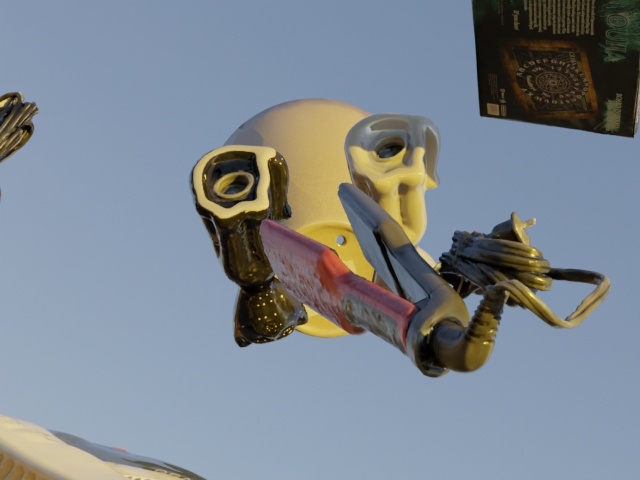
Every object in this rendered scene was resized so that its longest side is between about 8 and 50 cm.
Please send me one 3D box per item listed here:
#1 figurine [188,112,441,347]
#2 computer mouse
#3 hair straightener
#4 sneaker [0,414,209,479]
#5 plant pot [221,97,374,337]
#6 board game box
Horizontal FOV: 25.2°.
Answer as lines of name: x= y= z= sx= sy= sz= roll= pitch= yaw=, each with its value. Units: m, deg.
figurine: x=0.009 y=0.004 z=1.250 sx=0.215 sy=0.092 sz=0.209 roll=-13 pitch=-44 yaw=-3
computer mouse: x=-0.338 y=-0.007 z=1.280 sx=0.072 sy=0.188 sz=0.272 roll=28 pitch=-38 yaw=-2
hair straightener: x=0.044 y=0.003 z=0.552 sx=0.047 sy=0.089 sz=0.230 roll=65 pitch=-12 yaw=-11
sneaker: x=-0.029 y=0.151 z=0.493 sx=0.148 sy=0.131 sz=0.350 roll=22 pitch=2 yaw=-36
plant pot: x=0.000 y=0.000 z=1.570 sx=0.256 sy=0.274 sz=0.256 roll=-1 pitch=-71 yaw=-4
board game box: x=0.178 y=-0.141 z=1.062 sx=0.126 sy=0.026 sz=0.186 roll=10 pitch=-25 yaw=13
